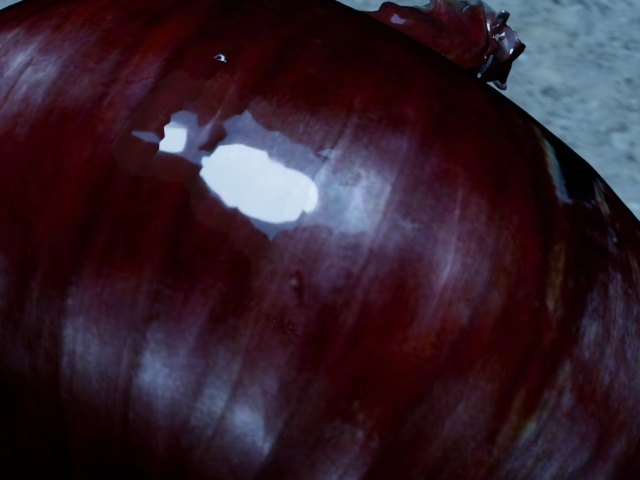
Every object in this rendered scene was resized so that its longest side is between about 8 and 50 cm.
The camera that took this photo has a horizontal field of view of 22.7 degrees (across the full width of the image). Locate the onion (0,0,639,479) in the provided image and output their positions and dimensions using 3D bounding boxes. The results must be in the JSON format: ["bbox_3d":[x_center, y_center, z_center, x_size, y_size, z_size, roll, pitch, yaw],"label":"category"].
[{"bbox_3d":[0.000,0.000,0.500,0.273,0.273,0.285,22,72,22],"label":"onion"}]
